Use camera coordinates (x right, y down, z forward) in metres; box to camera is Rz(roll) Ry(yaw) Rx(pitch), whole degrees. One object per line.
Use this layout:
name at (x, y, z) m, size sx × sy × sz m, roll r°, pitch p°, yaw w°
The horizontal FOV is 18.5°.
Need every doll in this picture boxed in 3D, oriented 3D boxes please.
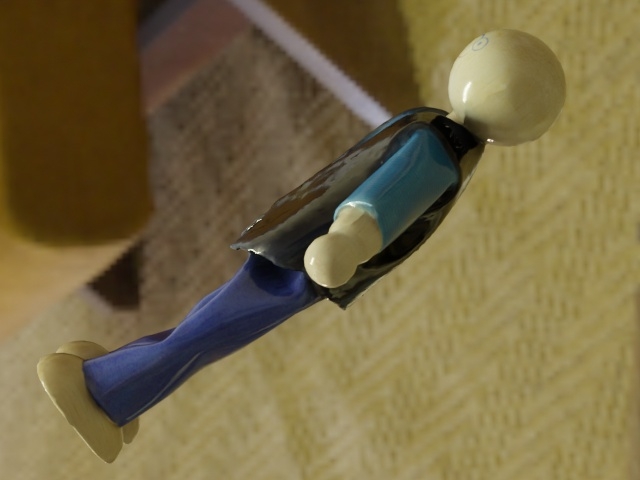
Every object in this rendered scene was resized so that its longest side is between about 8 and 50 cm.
doll at (0.000, 0.000, 0.625) m, size 0.046 × 0.189 × 0.129 m, roll 54°, pitch -176°, yaw -2°
